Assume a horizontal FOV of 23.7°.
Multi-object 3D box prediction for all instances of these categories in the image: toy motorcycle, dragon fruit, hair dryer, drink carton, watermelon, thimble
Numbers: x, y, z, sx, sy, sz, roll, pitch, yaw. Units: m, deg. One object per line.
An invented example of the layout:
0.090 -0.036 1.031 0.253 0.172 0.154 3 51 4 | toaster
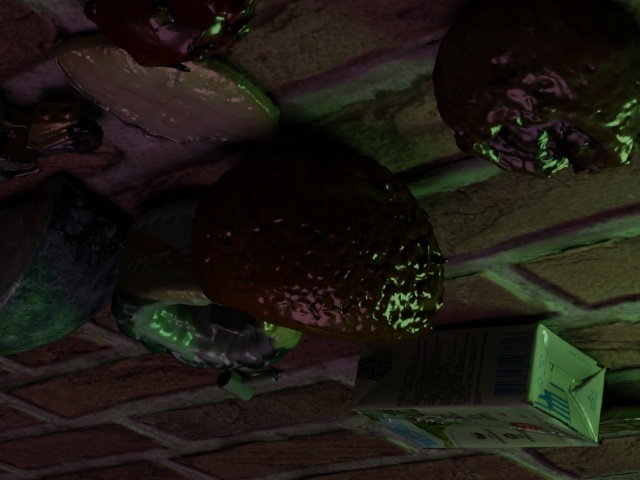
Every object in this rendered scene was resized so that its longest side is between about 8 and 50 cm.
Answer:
-0.375 -0.133 1.785 0.229 0.094 0.130 -1 152 15 | toy motorcycle
-0.181 -0.248 1.447 0.246 0.125 0.125 30 168 -2 | dragon fruit
-0.110 0.232 2.537 0.124 0.038 0.063 -18 143 38 | hair dryer
0.233 0.217 2.230 0.324 0.132 0.194 -8 151 39 | drink carton
-0.375 0.016 2.105 0.289 0.213 0.320 -8 135 -51 | watermelon
-0.133 0.058 2.003 0.254 0.167 0.288 27 152 -33 | thimble

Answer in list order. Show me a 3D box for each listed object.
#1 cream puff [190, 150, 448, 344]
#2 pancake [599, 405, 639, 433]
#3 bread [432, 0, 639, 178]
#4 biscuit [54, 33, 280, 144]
0.000 0.000 1.758 0.303 0.212 0.303 11 -174 -1 | cream puff
0.448 0.274 2.311 0.236 0.042 0.222 5 164 -29 | pancake
0.217 -0.141 1.473 0.230 0.123 0.230 8 154 4 | bread
-0.170 -0.162 1.696 0.265 0.040 0.188 17 153 -12 | biscuit
